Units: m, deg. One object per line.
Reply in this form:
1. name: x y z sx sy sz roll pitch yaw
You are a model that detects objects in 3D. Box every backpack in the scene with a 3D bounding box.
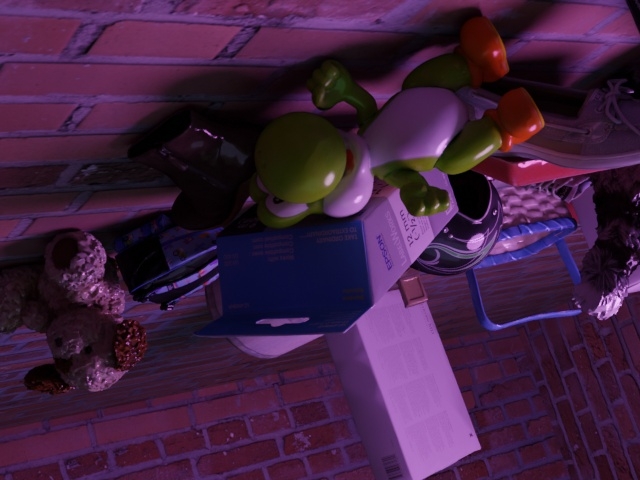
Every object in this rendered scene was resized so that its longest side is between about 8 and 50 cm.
1. backpack: -0.219 0.021 1.637 0.173 0.116 0.158 -29 166 6

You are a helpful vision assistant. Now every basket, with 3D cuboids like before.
1. basket: 0.369 0.017 1.970 0.255 0.288 0.201 -5 157 -30

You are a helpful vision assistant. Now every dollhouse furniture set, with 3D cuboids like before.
1. dollhouse furniture set: 0.095 0.063 2.038 0.161 0.181 0.101 -14 166 -15

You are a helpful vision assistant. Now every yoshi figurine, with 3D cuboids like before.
1. yoshi figurine: 0.071 -0.125 1.253 0.362 0.203 0.203 -26 122 6

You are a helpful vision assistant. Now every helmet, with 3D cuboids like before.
1. helmet: 0.199 -0.028 1.612 0.162 0.169 0.169 -1 160 -23

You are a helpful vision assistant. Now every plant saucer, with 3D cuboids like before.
1. plant saucer: 0.302 -0.137 1.509 0.259 0.047 0.258 -10 -159 -26

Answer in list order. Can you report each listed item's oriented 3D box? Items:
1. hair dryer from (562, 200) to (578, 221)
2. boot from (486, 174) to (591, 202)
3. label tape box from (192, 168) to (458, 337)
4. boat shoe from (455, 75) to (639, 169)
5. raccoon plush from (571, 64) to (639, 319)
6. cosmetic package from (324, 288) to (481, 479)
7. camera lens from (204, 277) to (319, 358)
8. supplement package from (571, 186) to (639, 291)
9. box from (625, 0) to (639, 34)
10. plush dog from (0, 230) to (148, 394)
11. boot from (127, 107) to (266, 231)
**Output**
1. hair dryer: 0.599 -0.089 2.276 0.294 0.080 0.224 -23 165 23
2. boot: 0.367 -0.112 1.701 0.258 0.123 0.095 -28 162 -21
3. label tape box: 0.000 0.000 1.421 0.249 0.115 0.348 -6 -158 36
4. boat shoe: 0.309 -0.163 1.333 0.320 0.103 0.118 11 -146 33
5. raccoon plush: 0.568 -0.097 1.681 0.299 0.216 0.446 4 117 -32
6. cosmetic package: 0.165 0.292 2.131 0.097 0.377 0.284 -26 169 36
7. camera lens: -0.049 0.069 1.812 0.274 0.219 0.219 -29 162 38
8. supplement package: 0.589 -0.067 1.908 0.178 0.292 0.175 -6 161 -37
9. box: 0.506 -0.256 1.356 0.142 0.163 0.247 -26 163 24
10. plush dog: -0.373 0.128 1.635 0.262 0.225 0.211 -26 164 29
11. boot: -0.173 -0.096 1.380 0.248 0.090 0.207 -27 151 37
